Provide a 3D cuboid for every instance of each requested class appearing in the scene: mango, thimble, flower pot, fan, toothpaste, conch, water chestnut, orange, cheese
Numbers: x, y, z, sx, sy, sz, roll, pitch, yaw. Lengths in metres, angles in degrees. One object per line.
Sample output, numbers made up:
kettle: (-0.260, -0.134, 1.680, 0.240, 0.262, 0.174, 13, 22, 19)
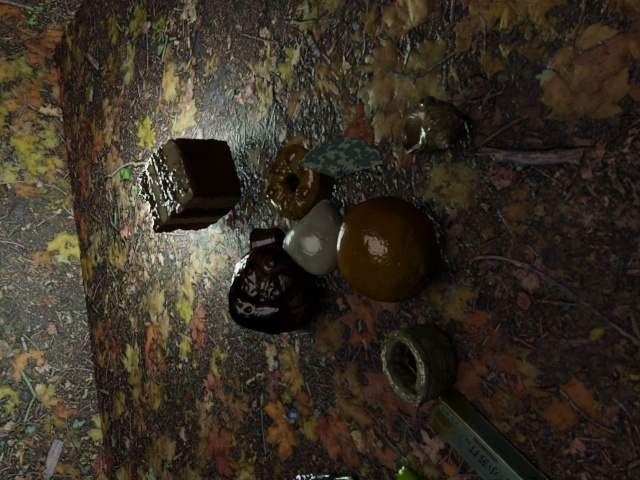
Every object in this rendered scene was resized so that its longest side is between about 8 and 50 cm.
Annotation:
mango: (0.248, 0.637, 1.391, 0.091, 0.074, 0.165, -64, 37, 32)
thimble: (0.240, 0.299, 1.347, 0.137, 0.143, 0.191, -35, 65, 39)
flower pot: (-0.162, 0.002, 1.802, 0.089, 0.111, 0.111, -17, 78, 32)
fan: (0.060, -0.233, 1.562, 0.240, 0.009, 0.131, 1, 70, 18)
toothpaste: (0.380, 0.479, 1.259, 0.313, 0.071, 0.089, 43, 123, 37)
conch: (0.259, -0.276, 1.343, 0.155, 0.130, 0.207, -28, 48, 10)
water chestnut: (-0.139, 0.152, 1.683, 0.288, 0.244, 0.289, 3, 101, 18)
orange: (0.164, 0.024, 1.359, 0.264, 0.264, 0.264, 0, 89, 46)
cheese: (0.000, 0.000, 1.577, 0.198, 0.154, 0.189, -44, 63, 7)

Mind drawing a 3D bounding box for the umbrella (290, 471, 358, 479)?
umbrella: (0.009, 0.707, 1.648, 0.248, 0.070, 0.071, -27, 71, 38)

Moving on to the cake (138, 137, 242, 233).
cake: (-0.451, -0.194, 1.981, 0.290, 0.282, 0.256, -27, 77, 38)

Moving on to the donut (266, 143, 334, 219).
donut: (-0.062, -0.170, 1.684, 0.226, 0.113, 0.227, -1, 88, 46)
